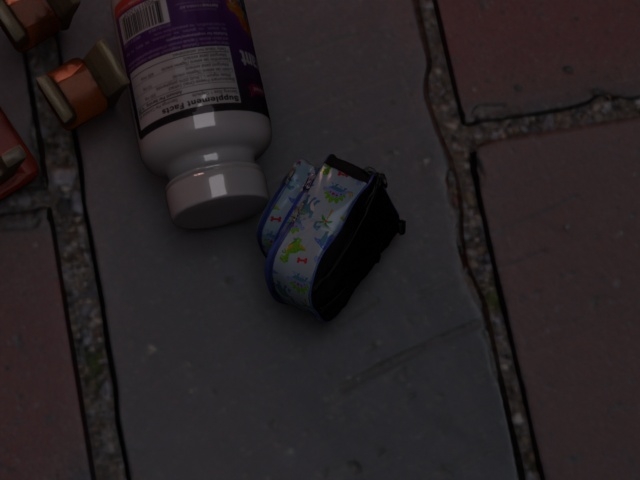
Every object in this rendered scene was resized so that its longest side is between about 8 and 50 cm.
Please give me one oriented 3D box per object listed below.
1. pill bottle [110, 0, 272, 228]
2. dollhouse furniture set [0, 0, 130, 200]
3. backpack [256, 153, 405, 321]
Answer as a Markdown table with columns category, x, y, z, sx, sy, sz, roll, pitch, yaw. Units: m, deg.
| category | x | y | z | sx | sy | sz | roll | pitch | yaw |
| --- | --- | --- | --- | --- | --- | --- | --- | --- | --- |
| pill bottle | -0.098 | -0.113 | 1.446 | 0.108 | 0.108 | 0.193 | -10 | 75 | -9 |
| dollhouse furniture set | -0.325 | -0.139 | 1.439 | 0.262 | 0.135 | 0.259 | -33 | 91 | -14 |
| backpack | 0.000 | 0.000 | 1.429 | 0.084 | 0.105 | 0.114 | 22 | 72 | 24 |
